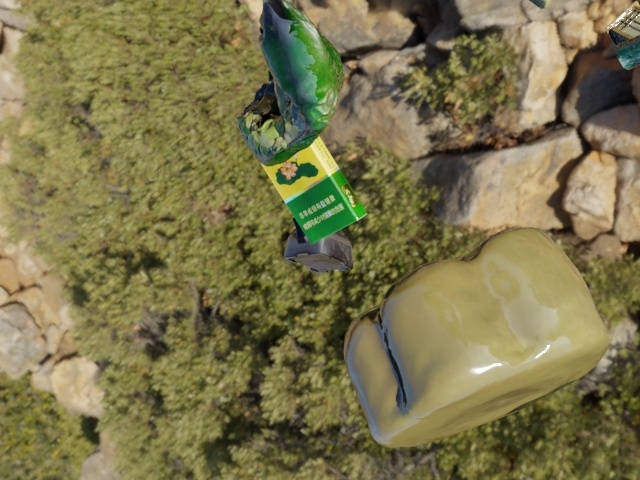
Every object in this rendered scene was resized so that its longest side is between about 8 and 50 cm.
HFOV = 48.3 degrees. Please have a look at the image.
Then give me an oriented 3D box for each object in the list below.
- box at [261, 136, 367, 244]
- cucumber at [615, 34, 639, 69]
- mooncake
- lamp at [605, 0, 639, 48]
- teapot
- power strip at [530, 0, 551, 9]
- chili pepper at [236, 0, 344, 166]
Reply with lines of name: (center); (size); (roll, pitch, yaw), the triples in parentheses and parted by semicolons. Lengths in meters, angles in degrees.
box: (-0.031, -0.116, 1.178); (0.132, 0.034, 0.235); (-28, 96, 49)
cucumber: (0.386, -0.228, 0.766); (0.133, 0.032, 0.032); (-25, 109, 42)
mooncake: (0.272, 0.183, 1.293); (0.262, 0.467, 0.467); (67, 149, 23)
lamp: (0.730, -0.384, 1.459); (0.090, 0.089, 0.325); (38, -167, -40)
teapot: (0.000, 0.000, 1.355); (0.087, 0.096, 0.177); (-9, 158, 32)
power strip: (0.454, -0.746, 1.856); (0.387, 0.066, 0.092); (35, 118, -2)
chili pepper: (-0.031, -0.176, 0.865); (0.264, 0.116, 0.148); (145, 106, -70)
